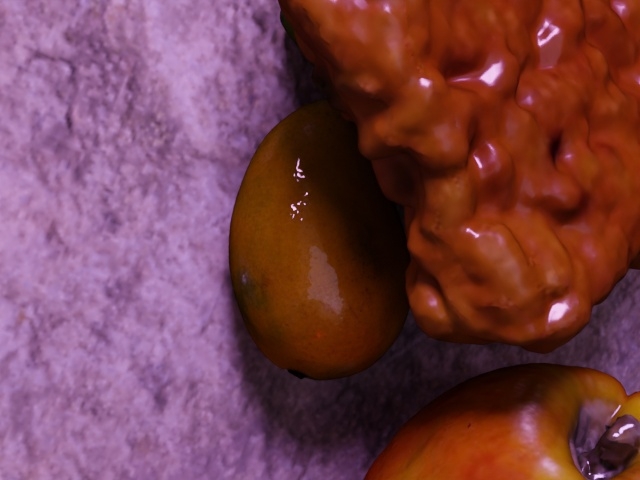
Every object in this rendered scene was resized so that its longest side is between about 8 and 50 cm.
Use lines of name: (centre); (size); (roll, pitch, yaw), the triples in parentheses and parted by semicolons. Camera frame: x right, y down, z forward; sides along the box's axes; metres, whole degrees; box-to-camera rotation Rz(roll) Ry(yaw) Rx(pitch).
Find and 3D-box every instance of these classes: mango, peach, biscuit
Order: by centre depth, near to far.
biscuit: (0.107, -0.117, 0.844); (0.318, 0.111, 0.312); (-44, 113, -40)
mango: (-0.003, 0.004, 0.872); (0.111, 0.089, 0.163); (-26, 105, -30)
peach: (0.132, 0.212, 0.913); (0.281, 0.238, 0.281); (-51, 160, -27)

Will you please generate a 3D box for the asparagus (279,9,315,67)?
asparagus: (0.059, -0.068, 0.909); (0.060, 0.067, 0.277); (-34, 115, 12)
